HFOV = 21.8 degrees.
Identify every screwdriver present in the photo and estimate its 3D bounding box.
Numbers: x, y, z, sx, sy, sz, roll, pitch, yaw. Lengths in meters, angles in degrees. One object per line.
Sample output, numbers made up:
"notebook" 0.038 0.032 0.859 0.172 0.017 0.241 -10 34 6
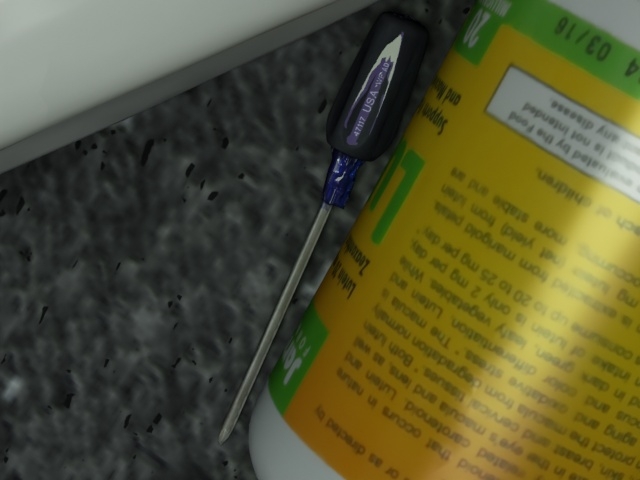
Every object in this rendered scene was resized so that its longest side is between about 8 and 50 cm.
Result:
"screwdriver" 0.000 0.000 0.585 0.025 0.024 0.170 12 108 -24

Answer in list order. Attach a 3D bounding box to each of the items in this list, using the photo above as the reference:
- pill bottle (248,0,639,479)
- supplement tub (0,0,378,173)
"pill bottle" 0.061 0.042 0.521 0.136 0.136 0.245 29 100 2
"supplement tub" -0.123 -0.187 0.456 0.241 0.241 0.331 -23 95 10
